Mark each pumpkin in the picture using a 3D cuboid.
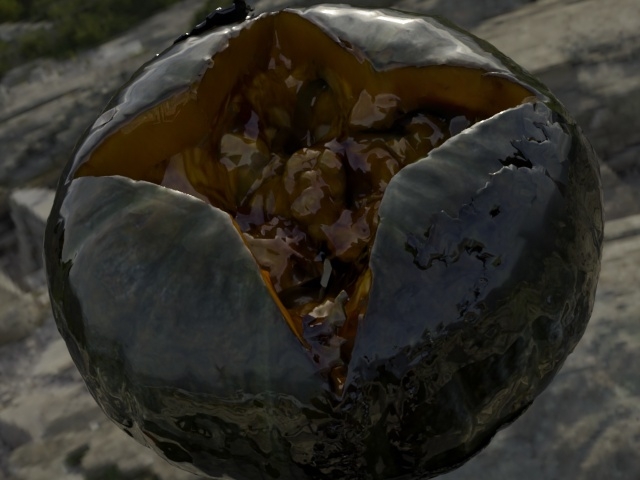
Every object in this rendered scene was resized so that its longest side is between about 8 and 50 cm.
[{"bbox_3d":[0.000,0.000,0.721,0.320,0.192,0.320,-5,49,6],"label":"pumpkin"}]
